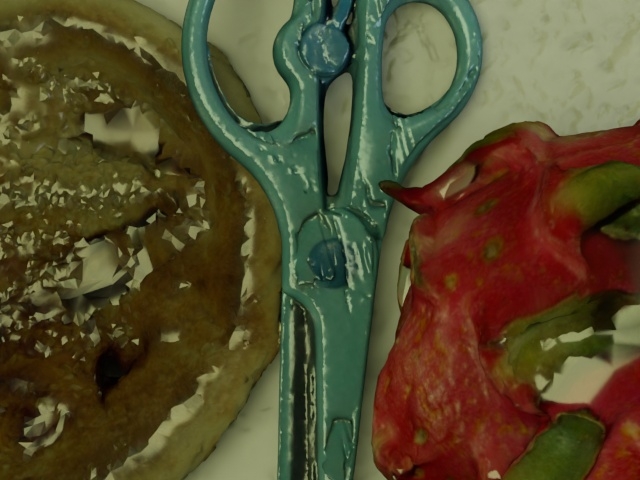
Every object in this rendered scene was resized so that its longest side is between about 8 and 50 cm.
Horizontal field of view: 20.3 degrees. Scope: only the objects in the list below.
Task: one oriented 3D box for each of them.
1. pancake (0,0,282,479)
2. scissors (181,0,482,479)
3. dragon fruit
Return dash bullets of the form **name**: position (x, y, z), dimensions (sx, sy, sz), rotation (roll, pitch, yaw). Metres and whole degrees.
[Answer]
- **pancake**: position (-0.179, 0.011, 1.107), dimensions (0.356, 0.065, 0.356), rotation (-1, 87, 10)
- **scissors**: position (0.000, 0.000, 1.045), dimensions (0.180, 0.032, 0.393), rotation (5, 85, -6)
- **dragon fruit**: position (0.150, 0.062, 0.949), dimensions (0.303, 0.237, 0.231), rotation (-52, 33, 21)
